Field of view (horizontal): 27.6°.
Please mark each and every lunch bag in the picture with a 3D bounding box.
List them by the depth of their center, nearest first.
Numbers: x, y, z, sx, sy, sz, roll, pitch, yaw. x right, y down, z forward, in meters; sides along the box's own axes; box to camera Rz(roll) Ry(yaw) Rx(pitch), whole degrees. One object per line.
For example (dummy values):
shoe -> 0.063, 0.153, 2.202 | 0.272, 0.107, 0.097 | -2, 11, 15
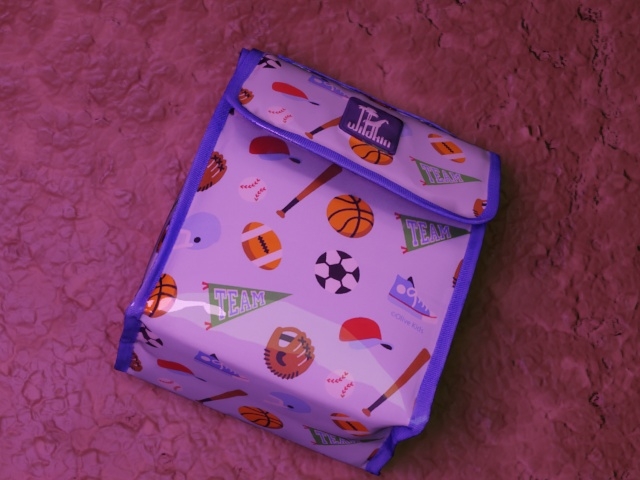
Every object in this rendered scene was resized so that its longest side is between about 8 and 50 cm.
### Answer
lunch bag -> 0.000, 0.000, 1.398 | 0.327, 0.239, 0.385 | 24, 63, -4
